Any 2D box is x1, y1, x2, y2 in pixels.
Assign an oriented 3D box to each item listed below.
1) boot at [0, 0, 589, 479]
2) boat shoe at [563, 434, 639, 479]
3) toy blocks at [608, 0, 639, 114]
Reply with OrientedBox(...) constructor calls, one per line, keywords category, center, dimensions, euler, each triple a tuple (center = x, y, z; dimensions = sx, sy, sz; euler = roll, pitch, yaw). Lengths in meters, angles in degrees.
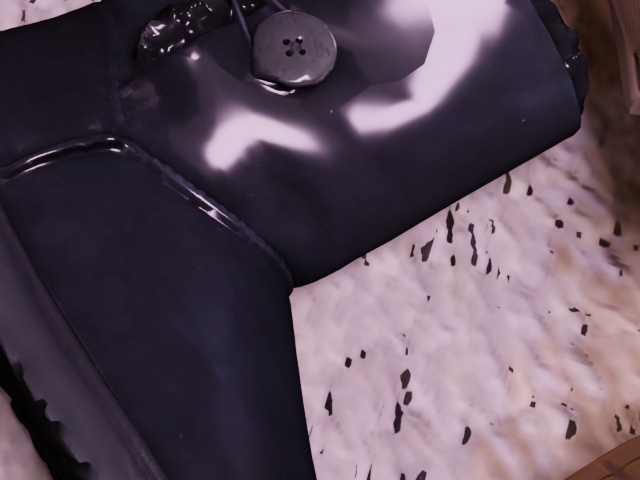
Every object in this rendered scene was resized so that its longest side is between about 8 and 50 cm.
OrientedBox(category="boot", center=(0.000, 0.000, 0.586), dimensions=(0.207, 0.094, 0.246), euler=(-29, 68, -14))
OrientedBox(category="boat shoe", center=(0.075, 0.153, 0.535), dimensions=(0.302, 0.098, 0.109), euler=(-38, 47, -19))
OrientedBox(category="toy blocks", center=(0.240, -0.070, 0.587), dimensions=(0.381, 0.190, 0.260), euler=(1, 64, -9))
